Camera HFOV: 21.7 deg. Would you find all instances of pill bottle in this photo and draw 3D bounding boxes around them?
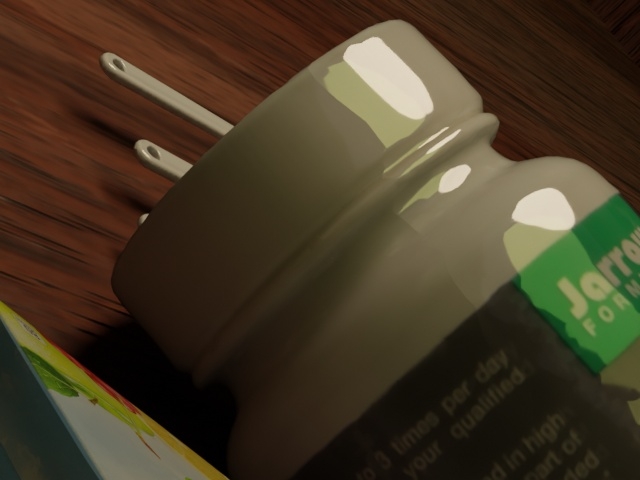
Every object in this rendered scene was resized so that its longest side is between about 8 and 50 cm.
[{"bbox_3d":[0.092,0.097,0.688,0.361,0.204,0.204,48,19,6],"label":"pill bottle"}]

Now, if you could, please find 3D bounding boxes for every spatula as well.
[{"bbox_3d":[-0.023,-0.008,0.905,0.242,0.019,0.168,27,32,-41],"label":"spatula"}]

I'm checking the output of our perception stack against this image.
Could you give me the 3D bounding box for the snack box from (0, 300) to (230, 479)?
[{"bbox_3d":[-0.024,0.128,0.475,0.207,0.070,0.174,43,1,-38],"label":"snack box"}]
